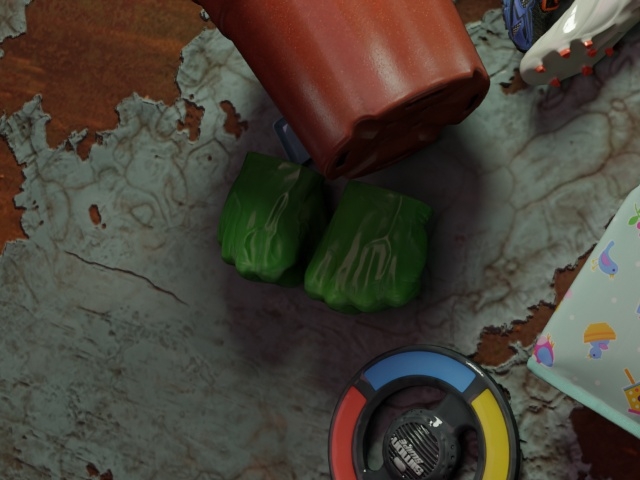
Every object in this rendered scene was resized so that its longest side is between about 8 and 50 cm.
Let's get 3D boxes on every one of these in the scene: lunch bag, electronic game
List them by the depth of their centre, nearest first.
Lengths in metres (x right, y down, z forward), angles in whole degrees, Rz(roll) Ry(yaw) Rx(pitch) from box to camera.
[{"bbox_3d":[0.362,0.097,1.301,0.262,0.160,0.223,34,98,18],"label":"lunch bag"},{"bbox_3d":[0.108,0.227,1.501,0.229,0.048,0.229,-4,83,31],"label":"electronic game"}]

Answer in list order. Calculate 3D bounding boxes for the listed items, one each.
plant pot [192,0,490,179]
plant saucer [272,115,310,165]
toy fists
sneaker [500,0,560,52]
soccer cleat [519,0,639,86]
[{"bbox_3d":[0.031,-0.225,1.473,0.272,0.272,0.265,-35,76,23],"label":"plant pot"},{"bbox_3d":[0.030,-0.160,1.613,0.192,0.018,0.067,-34,68,22],"label":"plant saucer"},{"bbox_3d":[0.000,0.000,1.570,0.279,0.096,0.142,18,84,33],"label":"toy fists"},{"bbox_3d":[0.255,-0.300,1.458,0.087,0.083,0.221,24,99,26],"label":"sneaker"},{"bbox_3d":[0.286,-0.233,1.443,0.196,0.068,0.076,-36,53,21],"label":"soccer cleat"}]
